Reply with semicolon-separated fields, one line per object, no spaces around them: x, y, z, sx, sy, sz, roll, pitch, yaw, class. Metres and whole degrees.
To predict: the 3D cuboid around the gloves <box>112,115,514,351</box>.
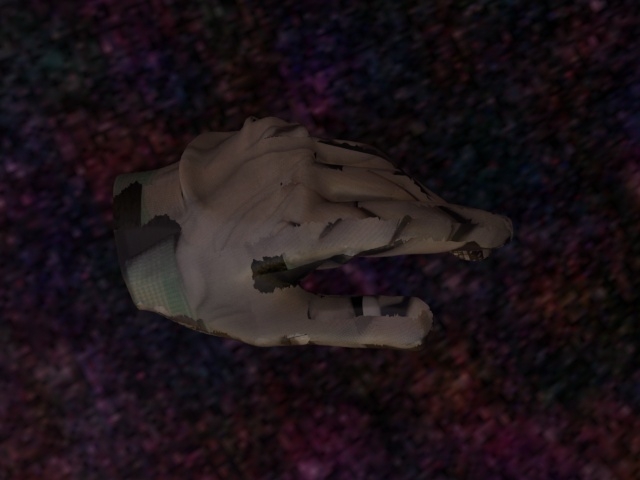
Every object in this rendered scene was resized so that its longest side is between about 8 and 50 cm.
-0.002;-0.008;1.104;0.212;0.127;0.111;-10;125;8;gloves
